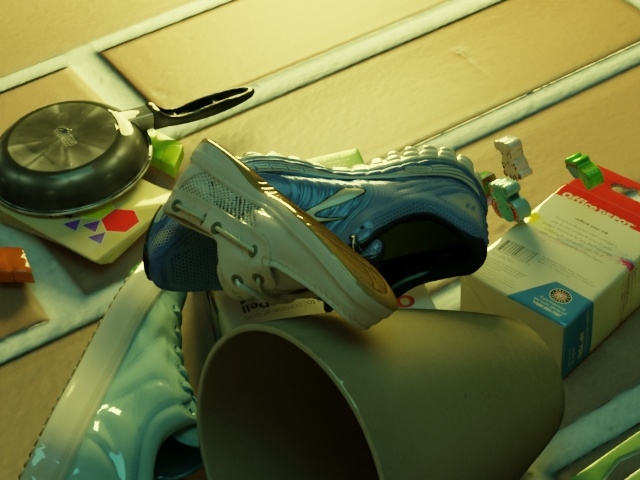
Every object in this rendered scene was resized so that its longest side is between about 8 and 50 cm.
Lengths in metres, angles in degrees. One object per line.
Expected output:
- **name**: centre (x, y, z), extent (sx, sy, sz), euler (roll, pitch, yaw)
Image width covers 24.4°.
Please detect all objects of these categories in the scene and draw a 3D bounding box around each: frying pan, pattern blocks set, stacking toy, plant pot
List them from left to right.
- **pattern blocks set**: centre (-0.269, -0.040, 1.692), extent (0.285, 0.026, 0.324), euler (-33, 48, -29)
- **frying pan**: centre (-0.230, -0.112, 1.721), extent (0.326, 0.053, 0.197), euler (-10, 42, -2)
- **plant pot**: centre (0.075, 0.161, 1.296), extent (0.274, 0.257, 0.256), euler (-17, 40, -37)
- **stacking toy**: centre (0.180, -0.045, 1.569), extent (0.167, 0.052, 0.221), euler (-27, 18, -14)

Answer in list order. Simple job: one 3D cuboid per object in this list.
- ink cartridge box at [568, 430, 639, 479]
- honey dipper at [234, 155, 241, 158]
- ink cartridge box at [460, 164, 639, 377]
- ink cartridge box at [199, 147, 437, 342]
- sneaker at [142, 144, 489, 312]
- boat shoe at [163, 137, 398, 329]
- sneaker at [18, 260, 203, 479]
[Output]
- **ink cartridge box**: centre (0.321, 0.260, 1.270), extent (0.109, 0.062, 0.209), euler (-29, 46, -26)
- **honey dipper**: centre (-0.067, -0.087, 1.732), extent (0.160, 0.030, 0.030), euler (16, 44, 26)
- **ink cartridge box**: centre (0.266, 0.025, 1.533), extent (0.134, 0.078, 0.231), euler (29, 51, 34)
- **ink cartridge box**: centre (-0.013, 0.048, 1.501), extent (0.201, 0.117, 0.278), euler (-13, 42, -10)
- **sneaker**: centre (0.000, 0.000, 1.365), extent (0.329, 0.130, 0.147), euler (-9, 38, -4)
- **boat shoe**: centre (-0.041, 0.014, 1.245), extent (0.096, 0.098, 0.277), euler (-52, 43, 1)
- **sneaker**: centre (-0.170, 0.160, 1.407), extent (0.150, 0.135, 0.366), euler (29, 39, -6)
